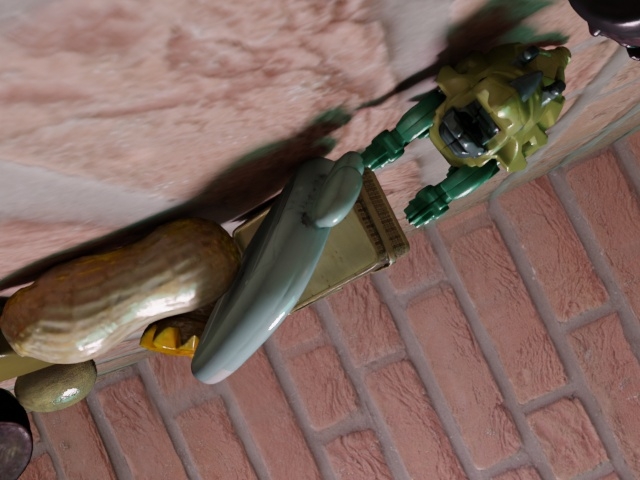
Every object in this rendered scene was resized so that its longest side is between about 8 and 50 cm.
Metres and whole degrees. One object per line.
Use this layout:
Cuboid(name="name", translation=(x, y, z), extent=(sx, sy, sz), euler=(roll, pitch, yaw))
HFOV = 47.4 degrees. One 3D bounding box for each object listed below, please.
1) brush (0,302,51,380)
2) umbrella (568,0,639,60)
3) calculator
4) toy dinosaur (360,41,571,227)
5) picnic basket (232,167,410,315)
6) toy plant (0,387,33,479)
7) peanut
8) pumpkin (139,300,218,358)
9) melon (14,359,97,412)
Cuboid(name="brush", translation=(-0.318, 0.106, 0.698), extent=(0.123, 0.059, 0.197), euler=(-22, 173, 0))
Cuboid(name="umbrella", translation=(0.209, -0.148, 0.425), extent=(0.090, 0.094, 0.326), euler=(23, -158, 27))
Cuboid(name="calculator", translation=(-0.046, 0.023, 0.643), extent=(0.295, 0.042, 0.184), euler=(-50, -165, 44))
Cuboid(name="toy dinosaur", translation=(0.135, -0.103, 0.570), extent=(0.153, 0.094, 0.259), euler=(-35, -178, 37))
Cuboid(name="picnic basket", translation=(0.000, 0.000, 0.770), extent=(0.164, 0.115, 0.079), euler=(-28, 174, 31))
Cuboid(name="toy plant", translation=(-0.561, 0.312, 1.165), extent=(0.235, 0.175, 0.218), euler=(8, -169, 42))
Cuboid(name="peanut", translation=(-0.167, 0.043, 0.624), extent=(0.207, 0.087, 0.087), euler=(-22, 174, -13))
Cuboid(name="pumpkin", translation=(-0.229, 0.131, 1.271), extent=(0.131, 0.149, 0.254), euler=(16, 166, -5))
Cuboid(name="melon", translation=(-0.425, 0.225, 1.175), extent=(0.131, 0.098, 0.098), euler=(-27, 175, -15))
